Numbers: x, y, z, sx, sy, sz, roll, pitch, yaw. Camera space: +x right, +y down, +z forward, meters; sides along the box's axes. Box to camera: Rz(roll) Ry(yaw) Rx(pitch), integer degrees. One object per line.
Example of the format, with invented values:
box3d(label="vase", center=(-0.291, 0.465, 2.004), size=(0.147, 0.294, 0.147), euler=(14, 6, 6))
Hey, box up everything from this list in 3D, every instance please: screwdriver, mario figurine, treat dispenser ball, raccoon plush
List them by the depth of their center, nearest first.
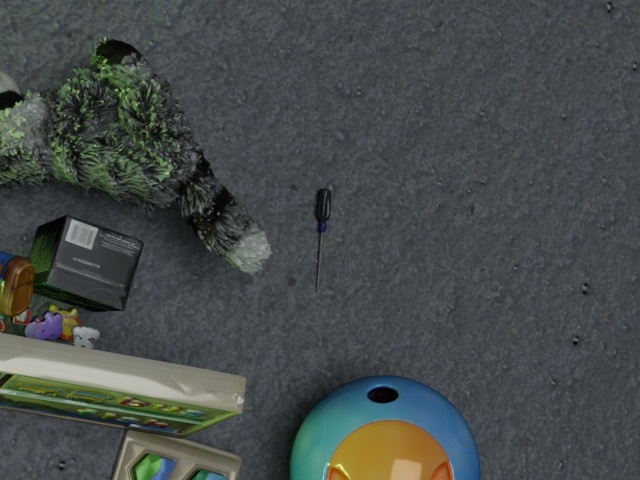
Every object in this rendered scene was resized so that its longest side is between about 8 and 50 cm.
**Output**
box3d(label="mario figurine", center=(-0.532, 0.028, 1.589), size=(0.170, 0.320, 0.198), euler=(-50, 149, -27))
box3d(label="raccoon plush", center=(-0.307, -0.074, 1.680), size=(0.299, 0.216, 0.446), euler=(-38, 78, -18))
box3d(label="treat dispenser ball", center=(0.097, 0.348, 1.833), size=(0.288, 0.288, 0.288), euler=(2, 84, -25))
box3d(label="screwdriver", center=(0.000, 0.000, 1.972), size=(0.024, 0.025, 0.170), euler=(6, 92, -25))

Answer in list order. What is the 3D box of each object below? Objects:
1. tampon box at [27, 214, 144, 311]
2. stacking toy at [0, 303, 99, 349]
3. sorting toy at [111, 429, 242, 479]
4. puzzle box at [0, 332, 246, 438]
box3d(label="tampon box", center=(-0.340, 0.036, 1.724), size=(0.120, 0.161, 0.102), euler=(21, 77, -24))
box3d(label="stacking toy", center=(-0.422, 0.115, 1.676), size=(0.221, 0.167, 0.052), euler=(12, 93, -23))
box3d(label="sorting toy", center=(-0.225, 0.399, 1.815), size=(0.193, 0.038, 0.208), euler=(21, 77, -22))
box3d(label="puzzle box", center=(-0.334, 0.196, 1.640), size=(0.408, 0.272, 0.052), euler=(13, 69, -20))
